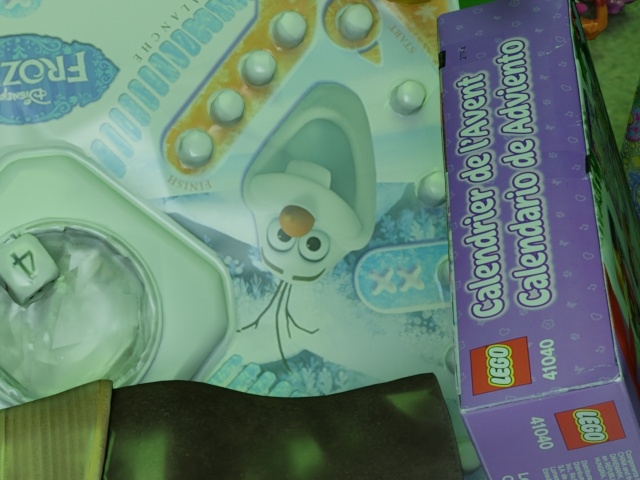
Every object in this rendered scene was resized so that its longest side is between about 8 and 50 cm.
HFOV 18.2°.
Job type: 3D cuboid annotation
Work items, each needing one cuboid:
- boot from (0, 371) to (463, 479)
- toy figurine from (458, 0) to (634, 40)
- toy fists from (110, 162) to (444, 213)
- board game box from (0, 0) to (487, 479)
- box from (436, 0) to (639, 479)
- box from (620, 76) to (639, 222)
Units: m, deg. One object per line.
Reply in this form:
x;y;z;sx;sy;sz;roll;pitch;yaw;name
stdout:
-0.037;0.170;0.735;0.207;0.090;0.248;-3;76;-10;boot
0.133;-0.166;1.167;0.159;0.130;0.173;-21;72;-37;toy figurine
0.000;0.000;0.953;0.279;0.142;0.096;-7;53;-12;toy fists
-0.106;0.031;0.821;0.390;0.050;0.390;-7;81;-13;board game box
0.112;0.075;0.784;0.057;0.293;0.201;-13;43;12;box
0.357;-0.054;1.017;0.279;0.177;0.290;-27;54;-29;box
